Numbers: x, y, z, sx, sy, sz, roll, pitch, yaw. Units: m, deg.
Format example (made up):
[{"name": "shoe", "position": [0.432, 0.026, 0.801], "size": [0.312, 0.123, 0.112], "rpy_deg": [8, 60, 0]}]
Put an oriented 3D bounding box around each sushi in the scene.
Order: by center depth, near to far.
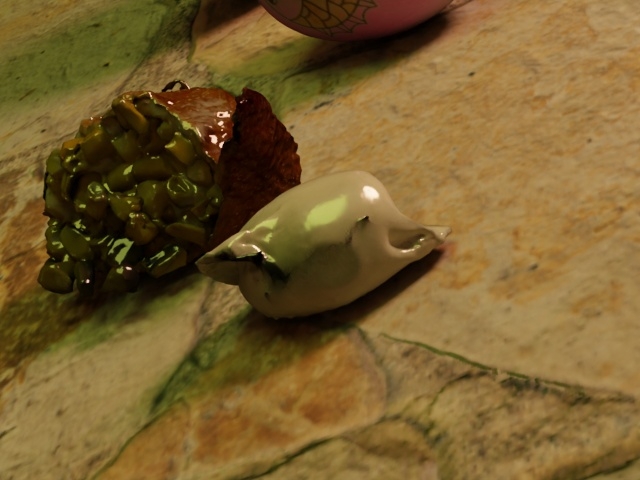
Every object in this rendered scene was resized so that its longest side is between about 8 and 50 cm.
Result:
[{"name": "sushi", "position": [-0.144, -0.048, 1.685], "size": [0.296, 0.167, 0.179], "rpy_deg": [1, 11, 39]}]

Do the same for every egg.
[{"name": "egg", "position": [0.042, -0.300, 1.977], "size": [0.271, 0.196, 0.196], "rpy_deg": [-14, 24, 41]}]

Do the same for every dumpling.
[{"name": "dumpling", "position": [-0.001, 0.001, 1.485], "size": [0.176, 0.092, 0.150], "rpy_deg": [-33, 7, -1]}]
